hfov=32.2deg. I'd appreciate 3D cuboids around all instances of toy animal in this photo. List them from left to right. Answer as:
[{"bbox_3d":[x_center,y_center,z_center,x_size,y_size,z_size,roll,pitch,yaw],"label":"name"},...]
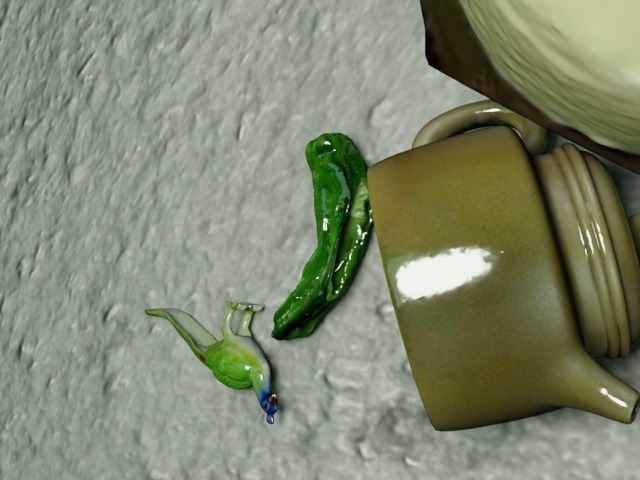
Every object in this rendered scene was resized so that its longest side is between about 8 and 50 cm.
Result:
[{"bbox_3d":[-0.090,0.078,0.977,0.217,0.041,0.075,33,106,44],"label":"toy animal"}]

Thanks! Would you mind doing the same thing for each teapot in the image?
[{"bbox_3d":[0.133,0.006,0.713,0.175,0.185,0.268,-14,52,6],"label":"teapot"}]

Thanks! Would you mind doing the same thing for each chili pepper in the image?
[{"bbox_3d":[0.004,0.004,0.899,0.073,0.050,0.182,22,100,34],"label":"chili pepper"}]

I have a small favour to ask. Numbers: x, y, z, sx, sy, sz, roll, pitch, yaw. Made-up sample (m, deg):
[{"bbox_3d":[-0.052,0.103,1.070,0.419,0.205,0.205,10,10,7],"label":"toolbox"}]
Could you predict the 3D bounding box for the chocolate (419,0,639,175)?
[{"bbox_3d":[0.192,-0.180,0.535,0.314,0.297,0.326,31,107,9],"label":"chocolate"}]
